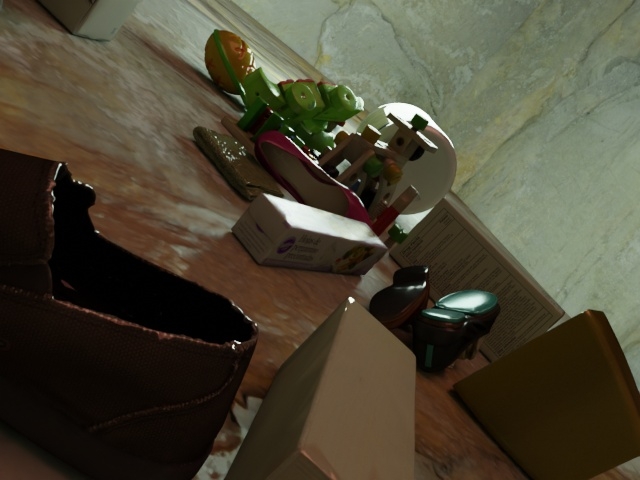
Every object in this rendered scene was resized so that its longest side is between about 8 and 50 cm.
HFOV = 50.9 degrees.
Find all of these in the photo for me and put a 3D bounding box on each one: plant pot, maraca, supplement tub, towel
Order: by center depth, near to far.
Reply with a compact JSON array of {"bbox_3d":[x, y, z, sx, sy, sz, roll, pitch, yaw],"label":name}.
[{"bbox_3d":[0.348,0.232,0.953,0.212,0.212,0.187,14,44,-61],"label":"plant pot"},{"bbox_3d":[-0.122,-0.110,1.001,0.148,0.027,0.110,49,17,21],"label":"towel"},{"bbox_3d":[-0.177,-0.347,1.390,0.127,0.099,0.186,-94,161,-64],"label":"maraca"},{"bbox_3d":[0.205,-0.222,1.732,0.235,0.235,0.325,38,16,-16],"label":"supplement tub"}]

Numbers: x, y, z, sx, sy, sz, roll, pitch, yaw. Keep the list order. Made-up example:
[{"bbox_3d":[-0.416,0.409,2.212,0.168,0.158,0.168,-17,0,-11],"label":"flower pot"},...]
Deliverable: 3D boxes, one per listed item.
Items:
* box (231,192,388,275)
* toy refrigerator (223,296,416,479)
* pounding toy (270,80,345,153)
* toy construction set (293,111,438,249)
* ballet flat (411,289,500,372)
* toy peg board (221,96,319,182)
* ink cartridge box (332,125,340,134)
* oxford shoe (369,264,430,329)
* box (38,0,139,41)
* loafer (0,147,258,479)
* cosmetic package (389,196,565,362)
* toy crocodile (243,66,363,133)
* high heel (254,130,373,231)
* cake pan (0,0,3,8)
[{"bbox_3d":[0.000,0.000,0.938,0.067,0.063,0.324,48,16,23],"label":"box"},{"bbox_3d":[0.009,0.144,0.494,0.094,0.102,0.269,42,14,-3],"label":"toy refrigerator"},{"bbox_3d":[-0.028,-0.303,1.605,0.237,0.110,0.183,51,17,26],"label":"pounding toy"},{"bbox_3d":[0.125,-0.147,1.323,0.257,0.237,0.309,32,19,-35],"label":"toy construction set"},{"bbox_3d":[0.199,0.137,1.018,0.095,0.096,0.280,12,9,29],"label":"ballet flat"},{"bbox_3d":[-0.068,-0.176,1.217,0.161,0.079,0.160,49,16,20],"label":"toy peg board"},{"bbox_3d":[-0.041,-0.377,1.948,0.179,0.045,0.145,32,5,43],"label":"ink cartridge box"},{"bbox_3d":[0.130,0.098,1.003,0.212,0.076,0.076,-30,112,-65],"label":"oxford shoe"},{"bbox_3d":[-0.411,-0.426,1.001,0.275,0.094,0.113,43,16,1],"label":"box"},{"bbox_3d":[-0.183,-0.008,0.365,0.366,0.130,0.134,37,16,-21],"label":"loafer"},{"bbox_3d":[0.301,0.081,1.303,0.309,0.160,0.113,49,15,19],"label":"cosmetic package"},{"bbox_3d":[-0.029,-0.299,1.439,0.340,0.115,0.105,-10,77,-48],"label":"toy crocodile"},{"bbox_3d":[-0.008,-0.079,1.067,0.244,0.082,0.117,51,11,-4],"label":"high heel"},{"bbox_3d":[-0.446,-0.290,0.619,0.293,0.054,0.293,39,16,-13],"label":"cake pan"}]
